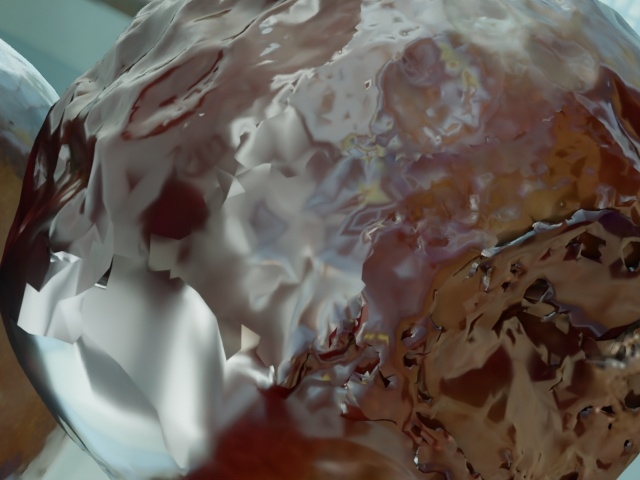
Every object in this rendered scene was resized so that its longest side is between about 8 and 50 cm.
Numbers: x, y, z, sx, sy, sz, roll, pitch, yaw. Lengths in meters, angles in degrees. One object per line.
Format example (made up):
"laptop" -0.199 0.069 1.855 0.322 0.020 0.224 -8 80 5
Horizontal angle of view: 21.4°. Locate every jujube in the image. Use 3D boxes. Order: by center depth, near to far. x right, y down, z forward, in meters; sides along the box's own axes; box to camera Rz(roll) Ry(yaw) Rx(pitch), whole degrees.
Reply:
"jujube" 0.000 0.000 0.478 0.183 0.183 0.243 -61 28 -5

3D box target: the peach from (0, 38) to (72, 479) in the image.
"peach" -0.203 0.012 0.735 0.252 0.252 0.252 -59 -9 -16
